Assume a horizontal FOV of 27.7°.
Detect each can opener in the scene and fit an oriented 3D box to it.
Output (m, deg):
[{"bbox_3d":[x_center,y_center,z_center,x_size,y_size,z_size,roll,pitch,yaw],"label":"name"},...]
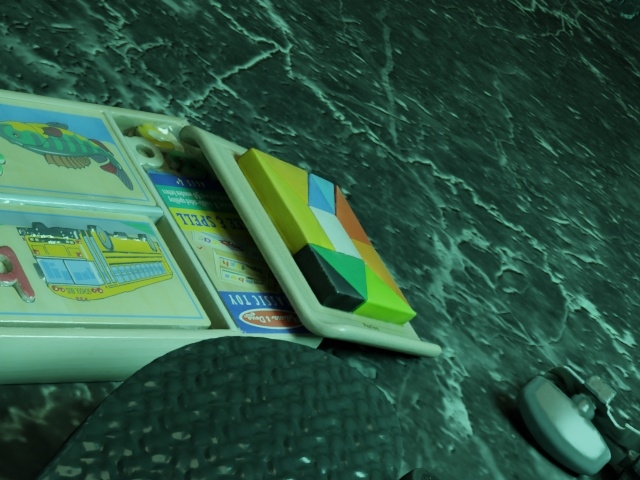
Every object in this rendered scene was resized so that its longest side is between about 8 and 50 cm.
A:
[{"bbox_3d":[0.297,0.225,1.192,0.280,0.074,0.093,42,63,12],"label":"can opener"}]

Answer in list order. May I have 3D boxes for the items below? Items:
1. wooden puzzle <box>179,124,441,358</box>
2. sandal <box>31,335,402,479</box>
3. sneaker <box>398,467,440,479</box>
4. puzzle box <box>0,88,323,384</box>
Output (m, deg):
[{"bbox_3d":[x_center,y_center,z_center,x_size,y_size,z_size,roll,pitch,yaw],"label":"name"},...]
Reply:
[{"bbox_3d":[0.000,0.000,1.133,0.238,0.044,0.221,54,16,25],"label":"wooden puzzle"},{"bbox_3d":[-0.115,0.189,0.755,0.167,0.107,0.446,45,42,12],"label":"sandal"},{"bbox_3d":[0.076,0.234,0.841,0.170,0.089,0.051,54,22,-10],"label":"sneaker"},{"bbox_3d":[-0.212,-0.011,0.971,0.409,0.052,0.272,4,43,-46],"label":"puzzle box"}]
